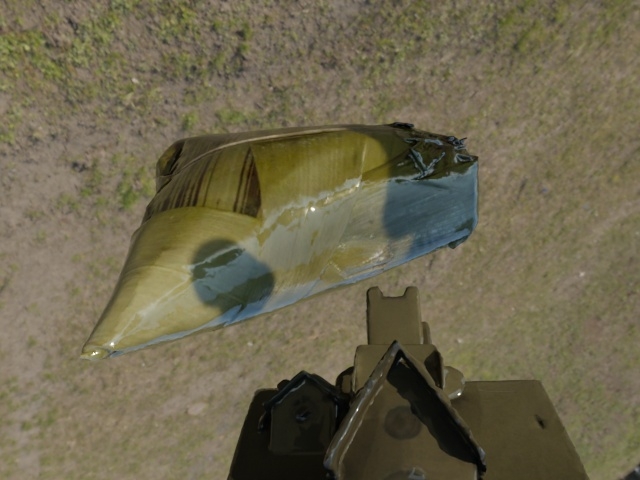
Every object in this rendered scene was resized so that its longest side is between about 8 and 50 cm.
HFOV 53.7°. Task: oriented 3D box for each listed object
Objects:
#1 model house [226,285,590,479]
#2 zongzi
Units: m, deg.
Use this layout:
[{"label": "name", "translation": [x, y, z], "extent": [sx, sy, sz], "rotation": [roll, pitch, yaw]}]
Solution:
[{"label": "model house", "translation": [0.052, 0.132, 0.409], "extent": [0.212, 0.243, 0.204], "rotation": [-2, 145, 5]}, {"label": "zongzi", "translation": [0.000, 0.000, 0.472], "extent": [0.274, 0.300, 0.145], "rotation": [-6, 111, 2]}]
